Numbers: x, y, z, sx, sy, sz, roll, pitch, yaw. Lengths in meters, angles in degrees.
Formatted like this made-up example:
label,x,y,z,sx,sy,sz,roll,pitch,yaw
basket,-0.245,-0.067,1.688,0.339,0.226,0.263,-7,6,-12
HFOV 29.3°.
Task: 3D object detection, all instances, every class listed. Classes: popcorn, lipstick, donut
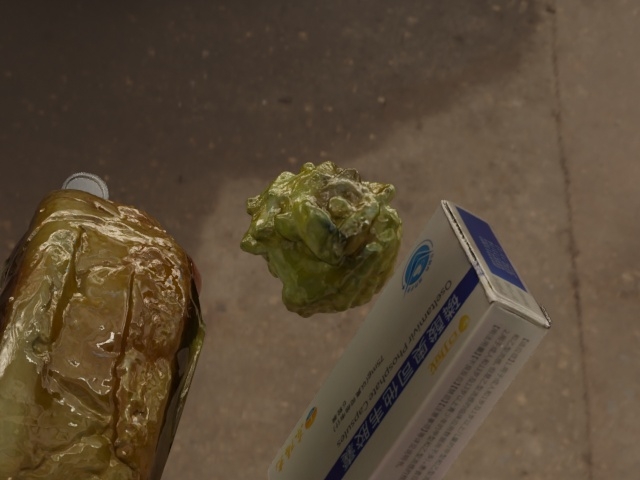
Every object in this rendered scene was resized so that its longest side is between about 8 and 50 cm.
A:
label,x,y,z,sx,sy,sz,roll,pitch,yaw
popcorn,0.000,-0.004,1.309,0.173,0.174,0.142,10,34,-1
lipstick,-0.213,-0.009,1.053,0.040,0.141,0.040,9,61,-17
donut,-0.173,0.113,0.886,0.159,0.330,0.330,8,46,-9

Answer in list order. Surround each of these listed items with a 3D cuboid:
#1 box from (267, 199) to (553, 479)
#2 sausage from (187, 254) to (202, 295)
label,x,y,z,sx,sy,sz,roll,pitch,yaw
box,0.067,0.151,1.119,0.065,0.343,0.200,25,20,-19
sausage,-0.244,0.094,1.591,0.083,0.089,0.300,-2,17,26
